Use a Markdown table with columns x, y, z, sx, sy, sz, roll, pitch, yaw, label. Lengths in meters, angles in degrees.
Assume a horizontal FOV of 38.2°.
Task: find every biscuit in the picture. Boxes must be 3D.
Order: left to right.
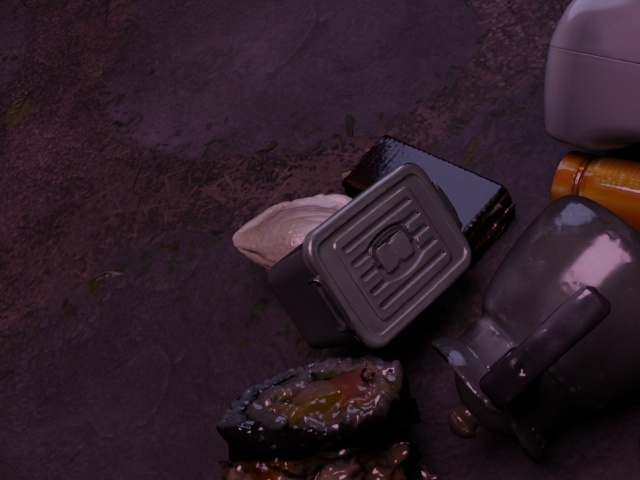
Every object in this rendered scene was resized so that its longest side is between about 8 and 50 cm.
| x | y | z | sx | sy | sz | roll | pitch | yaw | label |
| --- | --- | --- | --- | --- | --- | --- | --- | --- | --- |
| 0.145 | -0.063 | 1.307 | 0.252 | 0.070 | 0.106 | 29 | 71 | 39 | biscuit |

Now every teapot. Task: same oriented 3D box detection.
| x | y | z | sx | sy | sz | roll | pitch | yaw | label |
| --- | --- | --- | --- | --- | --- | --- | --- | --- | --- |
| 0.256 | 0.124 | 0.986 | 0.285 | 0.223 | 0.305 | -43 | 14 | 2 | teapot |

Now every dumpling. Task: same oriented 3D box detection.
| x | y | z | sx | sy | sz | roll | pitch | yaw | label |
| --- | --- | --- | --- | --- | --- | --- | --- | --- | --- |
| -0.004 | -0.001 | 1.301 | 0.215 | 0.126 | 0.166 | -1 | 45 | 27 | dumpling |

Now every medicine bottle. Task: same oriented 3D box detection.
| x | y | z | sx | sy | sz | roll | pitch | yaw | label |
| --- | --- | --- | --- | --- | --- | --- | --- | --- | --- |
| 0.393 | -0.050 | 1.151 | 0.191 | 0.096 | 0.096 | 17 | 64 | 35 | medicine bottle |

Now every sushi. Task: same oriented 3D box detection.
| x | y | z | sx | sy | sz | roll | pitch | yaw | label |
| --- | --- | --- | --- | --- | --- | --- | --- | --- | --- |
| 0.012 | 0.257 | 1.055 | 0.225 | 0.219 | 0.238 | -21 | 6 | -36 | sushi |

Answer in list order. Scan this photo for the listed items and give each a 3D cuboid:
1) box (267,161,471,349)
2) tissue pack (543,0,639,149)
| x | y | z | sx | sy | sz | roll | pitch | yaw | label |
| --- | --- | --- | --- | --- | --- | --- | --- | --- | --- |
| 0.057 | 0.029 | 1.159 | 0.243 | 0.163 | 0.135 | -39 | 8 | -36 | box |
| 0.452 | -0.209 | 1.114 | 0.333 | 0.236 | 0.229 | 20 | 22 | 35 | tissue pack |
